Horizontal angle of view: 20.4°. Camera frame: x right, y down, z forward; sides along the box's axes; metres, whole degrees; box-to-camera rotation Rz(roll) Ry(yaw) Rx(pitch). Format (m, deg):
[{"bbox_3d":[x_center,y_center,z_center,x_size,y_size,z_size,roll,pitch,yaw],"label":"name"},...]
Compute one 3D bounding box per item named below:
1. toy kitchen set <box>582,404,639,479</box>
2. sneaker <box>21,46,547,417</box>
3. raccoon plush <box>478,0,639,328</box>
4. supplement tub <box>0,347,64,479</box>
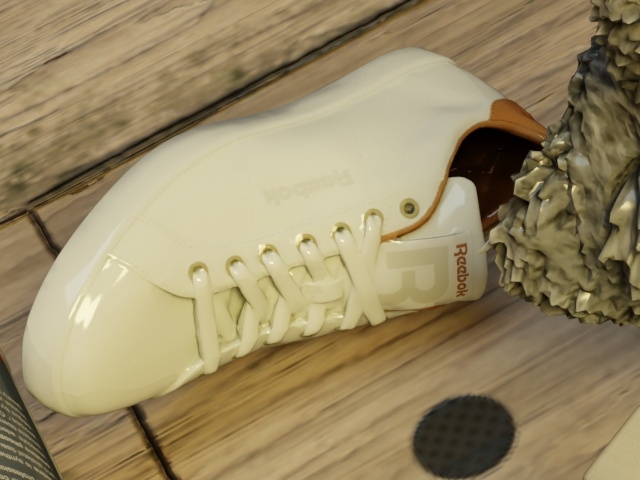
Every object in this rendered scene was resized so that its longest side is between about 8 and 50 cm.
[{"bbox_3d":[0.146,0.186,0.562,0.166,0.122,0.207,-50,45,-7],"label":"toy kitchen set"},{"bbox_3d":[0.000,0.000,0.816,0.290,0.106,0.123,-34,48,-31],"label":"sneaker"},{"bbox_3d":[0.238,0.044,0.513,0.299,0.216,0.446,6,27,-17],"label":"raccoon plush"},{"bbox_3d":[-0.178,0.153,0.695,0.191,0.191,0.272,-29,43,-8],"label":"supplement tub"}]
